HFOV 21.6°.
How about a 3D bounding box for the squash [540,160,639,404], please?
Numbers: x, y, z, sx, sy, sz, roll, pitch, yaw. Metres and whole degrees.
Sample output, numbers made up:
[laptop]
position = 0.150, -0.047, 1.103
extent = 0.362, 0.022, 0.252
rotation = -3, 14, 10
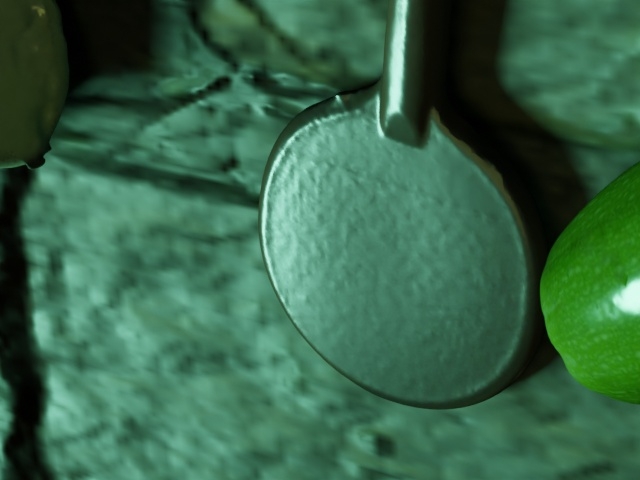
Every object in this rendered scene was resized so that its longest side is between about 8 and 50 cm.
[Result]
[squash]
position = 0.161, -0.021, 0.390
extent = 0.292, 0.082, 0.082
rotation = -29, 94, 41

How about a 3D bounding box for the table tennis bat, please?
[table tennis bat]
position = 0.000, 0.000, 0.490
extent = 0.107, 0.119, 0.170
rotation = 19, 124, 26

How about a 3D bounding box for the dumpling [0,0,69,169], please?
[dumpling]
position = -0.212, -0.065, 0.610
extent = 0.215, 0.126, 0.167
rotation = -17, 86, 42
